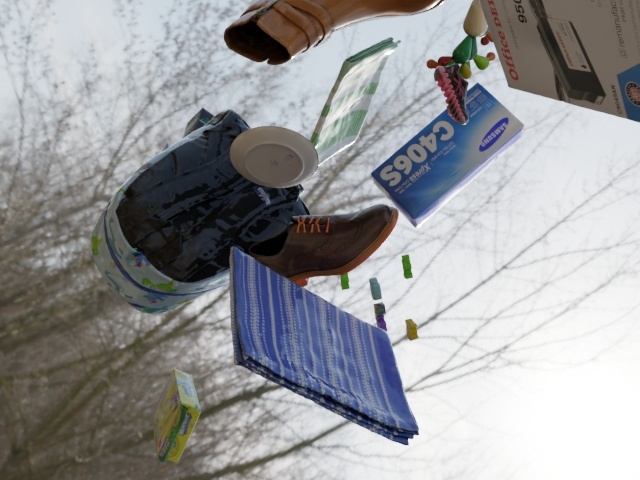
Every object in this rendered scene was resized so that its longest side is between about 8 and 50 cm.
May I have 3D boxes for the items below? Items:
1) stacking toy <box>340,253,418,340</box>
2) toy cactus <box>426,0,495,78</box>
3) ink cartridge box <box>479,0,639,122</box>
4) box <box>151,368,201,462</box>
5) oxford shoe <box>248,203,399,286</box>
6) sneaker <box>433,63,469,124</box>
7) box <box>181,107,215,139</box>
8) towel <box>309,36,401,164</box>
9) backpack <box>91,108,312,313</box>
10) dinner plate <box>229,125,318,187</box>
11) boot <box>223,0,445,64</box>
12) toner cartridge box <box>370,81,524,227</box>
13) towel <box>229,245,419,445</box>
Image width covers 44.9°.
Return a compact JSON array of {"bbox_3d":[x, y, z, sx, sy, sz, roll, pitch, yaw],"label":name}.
[{"bbox_3d":[0.133,0.147,1.789,0.052,0.166,0.221,-122,-157,-69],"label":"stacking toy"},{"bbox_3d":[0.303,-0.414,1.587,0.112,0.219,0.181,35,-33,22],"label":"toy cactus"},{"bbox_3d":[0.458,-0.376,1.289,0.395,0.166,0.285,36,-21,55],"label":"ink cartridge box"},{"bbox_3d":[-0.253,0.308,1.356,0.105,0.043,0.179,-65,-162,7],"label":"box"},{"bbox_3d":[0.000,0.000,1.243,0.271,0.097,0.098,-27,-59,28],"label":"oxford shoe"},{"bbox_3d":[0.259,-0.278,1.452,0.119,0.057,0.047,69,-17,0],"label":"sneaker"},{"bbox_3d":[-0.256,-0.227,1.642,0.052,0.083,0.062,34,-47,-26],"label":"box"},{"bbox_3d":[0.070,-0.326,1.872,0.038,0.248,0.325,38,-49,13],"label":"towel"},{"bbox_3d":[-0.224,-0.028,1.353,0.273,0.355,0.290,-33,-83,33],"label":"backpack"},{"bbox_3d":[-0.073,-0.125,1.216,0.141,0.141,0.017,103,-8,-52],"label":"dinner plate"},{"bbox_3d":[0.019,-0.324,1.073,0.283,0.220,0.109,16,-44,33],"label":"boot"},{"bbox_3d":[0.306,-0.206,1.869,0.165,0.348,0.075,48,-3,19],"label":"toner cartridge box"},{"bbox_3d":[0.006,0.157,1.170,0.040,0.336,0.243,-45,-149,23],"label":"towel"}]
